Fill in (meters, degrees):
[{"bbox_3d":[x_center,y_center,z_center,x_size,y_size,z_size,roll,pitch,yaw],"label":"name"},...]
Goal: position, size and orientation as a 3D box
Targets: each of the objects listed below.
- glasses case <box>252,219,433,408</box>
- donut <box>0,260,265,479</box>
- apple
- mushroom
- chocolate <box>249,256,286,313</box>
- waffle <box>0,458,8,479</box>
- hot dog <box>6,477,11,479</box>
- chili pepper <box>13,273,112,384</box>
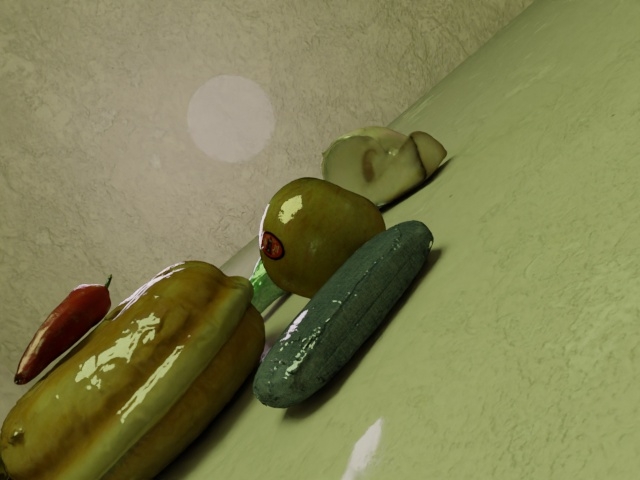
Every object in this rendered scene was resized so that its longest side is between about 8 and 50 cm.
[{"bbox_3d":[0.029,0.073,0.742,0.282,0.067,0.109,-45,11,-34],"label":"glasses case"},{"bbox_3d":[-0.268,0.208,0.975,0.449,0.198,0.449,-42,9,8],"label":"donut"},{"bbox_3d":[0.000,0.000,0.907,0.182,0.183,0.155,-132,62,-82],"label":"apple"},{"bbox_3d":[0.113,-0.160,1.269,0.236,0.162,0.173,-32,14,42],"label":"mushroom"},{"bbox_3d":[-0.060,0.035,1.293,0.291,0.110,0.110,-49,11,-31],"label":"chocolate"},{"bbox_3d":[-0.645,0.530,1.175,0.379,0.095,0.382,-60,9,-22],"label":"waffle"},{"bbox_3d":[-0.456,0.409,1.135,0.194,0.107,0.326,-55,9,49],"label":"hot dog"},{"bbox_3d":[-0.390,0.126,1.062,0.063,0.071,0.272,-1,27,15],"label":"chili pepper"}]
